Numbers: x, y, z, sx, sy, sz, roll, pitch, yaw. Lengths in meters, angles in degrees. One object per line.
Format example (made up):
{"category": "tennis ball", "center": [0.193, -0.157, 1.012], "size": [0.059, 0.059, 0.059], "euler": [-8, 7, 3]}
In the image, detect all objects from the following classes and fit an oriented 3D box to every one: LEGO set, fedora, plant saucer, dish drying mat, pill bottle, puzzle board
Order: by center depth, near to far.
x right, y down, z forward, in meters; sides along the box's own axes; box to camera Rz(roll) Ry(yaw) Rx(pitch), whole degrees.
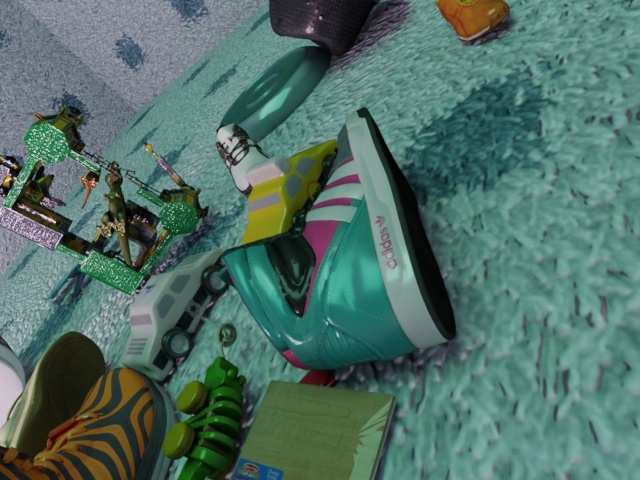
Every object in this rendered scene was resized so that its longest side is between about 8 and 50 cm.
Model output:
{"category": "puzzle board", "center": [-0.010, 0.153, 0.374], "size": [0.128, 0.011, 0.096], "euler": [-9, 48, 43]}
{"category": "dish drying mat", "center": [-0.023, 0.136, 0.426], "size": [0.083, 0.008, 0.032], "euler": [-46, 27, 0]}
{"category": "LEGO set", "center": [-0.370, -0.078, 0.893], "size": [0.255, 0.331, 0.192], "euler": [-59, 21, 20]}
{"category": "pill bottle", "center": [-0.626, 0.250, 0.923], "size": [0.283, 0.161, 0.161], "euler": [-1, 51, 53]}
{"category": "fedora", "center": [-0.007, -0.447, 0.975], "size": [0.334, 0.334, 0.152], "euler": [-116, 43, -61]}
{"category": "plant saucer", "center": [-0.113, -0.311, 1.107], "size": [0.317, 0.044, 0.318], "euler": [-34, 30, 22]}

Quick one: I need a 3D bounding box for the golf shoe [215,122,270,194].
{"category": "golf shoe", "center": [-0.138, -0.142, 0.863], "size": [0.077, 0.094, 0.198], "euler": [-43, 29, 2]}

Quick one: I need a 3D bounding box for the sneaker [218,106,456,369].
{"category": "sneaker", "center": [0.000, 0.000, 0.467], "size": [0.178, 0.124, 0.295], "euler": [-25, 34, 16]}

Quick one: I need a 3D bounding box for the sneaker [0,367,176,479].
{"category": "sneaker", "center": [-0.233, 0.195, 0.447], "size": [0.124, 0.180, 0.321], "euler": [-42, 28, 6]}

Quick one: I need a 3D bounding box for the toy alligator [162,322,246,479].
{"category": "toy alligator", "center": [-0.088, 0.140, 0.456], "size": [0.051, 0.056, 0.190], "euler": [-28, 32, 29]}

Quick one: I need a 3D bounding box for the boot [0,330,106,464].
{"category": "boot", "center": [-0.392, 0.259, 0.675], "size": [0.203, 0.095, 0.262], "euler": [-38, 33, 17]}

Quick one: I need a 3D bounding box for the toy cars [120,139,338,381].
{"category": "toy cars", "center": [-0.121, 0.006, 0.646], "size": [0.393, 0.087, 0.176], "euler": [-43, 28, 5]}

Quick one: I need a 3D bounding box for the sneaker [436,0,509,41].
{"category": "sneaker", "center": [0.186, -0.307, 0.672], "size": [0.064, 0.067, 0.175], "euler": [-37, 30, 11]}

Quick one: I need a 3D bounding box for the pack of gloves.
{"category": "pack of gloves", "center": [-0.555, 0.059, 1.232], "size": [0.232, 0.046, 0.195], "euler": [-56, 18, -25]}
